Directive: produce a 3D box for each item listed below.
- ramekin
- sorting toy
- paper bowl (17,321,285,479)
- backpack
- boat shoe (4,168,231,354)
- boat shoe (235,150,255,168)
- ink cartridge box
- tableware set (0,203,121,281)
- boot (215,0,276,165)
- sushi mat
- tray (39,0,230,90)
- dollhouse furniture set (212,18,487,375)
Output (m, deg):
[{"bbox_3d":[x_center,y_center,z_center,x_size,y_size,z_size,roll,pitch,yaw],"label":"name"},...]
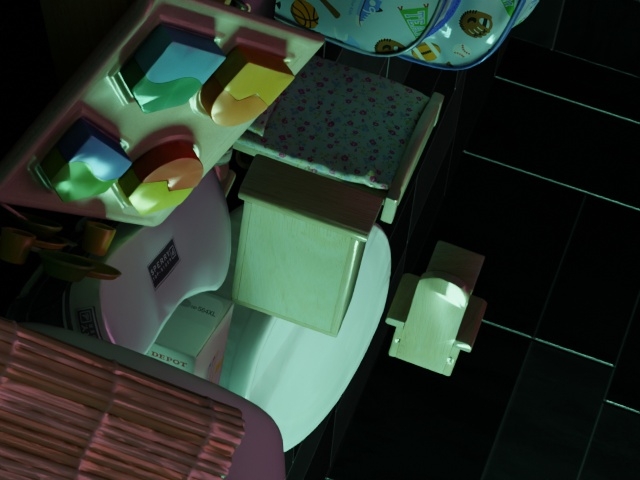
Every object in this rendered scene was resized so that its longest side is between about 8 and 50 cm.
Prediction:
[{"bbox_3d":[-0.050,0.077,1.838,0.273,0.127,0.273,-47,152,-34],"label":"ramekin"},{"bbox_3d":[-0.107,-0.079,1.189,0.193,0.038,0.208,-46,156,22],"label":"sorting toy"},{"bbox_3d":[-0.136,0.150,1.142,0.284,0.284,0.148,71,38,-75],"label":"paper bowl"},{"bbox_3d":[0.082,-0.284,1.606,0.213,0.263,0.276,-60,166,-50],"label":"backpack"},{"bbox_3d":[-0.153,0.020,1.366,0.301,0.102,0.108,-57,135,-62],"label":"boat shoe"},{"bbox_3d":[-0.049,-0.098,1.788,0.045,0.050,0.135,-56,-170,-19],"label":"boat shoe"},{"bbox_3d":[-0.143,0.105,1.615,0.090,0.092,0.143,-59,164,-51],"label":"ink cartridge box"},{"bbox_3d":[-0.175,0.000,1.176,0.154,0.104,0.024,-20,127,-79],"label":"tableware set"},{"bbox_3d":[-0.088,-0.164,1.428,0.236,0.085,0.178,-63,168,-72],"label":"boot"},{"bbox_3d":[-0.186,0.112,0.918,0.019,0.316,0.151,7,-105,54],"label":"sushi mat"},{"bbox_3d":[-0.115,-0.245,1.134,0.411,0.076,0.203,93,18,-62],"label":"tray"},{"bbox_3d":[0.050,-0.105,1.621,0.174,0.303,0.355,102,10,-57],"label":"dollhouse furniture set"}]
